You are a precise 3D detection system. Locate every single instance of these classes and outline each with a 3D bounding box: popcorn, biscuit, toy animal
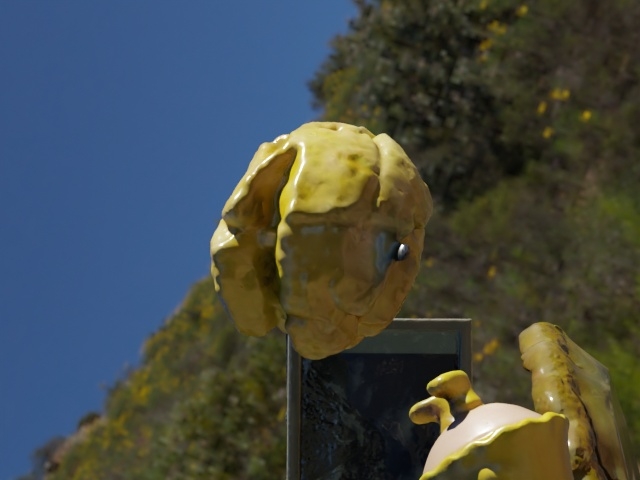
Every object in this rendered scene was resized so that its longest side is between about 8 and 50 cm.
[{"bbox_3d":[0.000,0.000,0.959,0.167,0.148,0.152,-45,18,-26],"label":"popcorn"},{"bbox_3d":[0.265,0.251,1.315,0.329,0.078,0.335,-93,-18,-53],"label":"biscuit"},{"bbox_3d":[0.147,0.204,1.051,0.156,0.230,0.156,-30,-16,-10],"label":"toy animal"}]

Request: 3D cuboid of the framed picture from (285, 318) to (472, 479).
[{"bbox_3d":[0.063,0.221,1.530,0.019,0.209,0.281,92,177,-81],"label":"framed picture"}]
